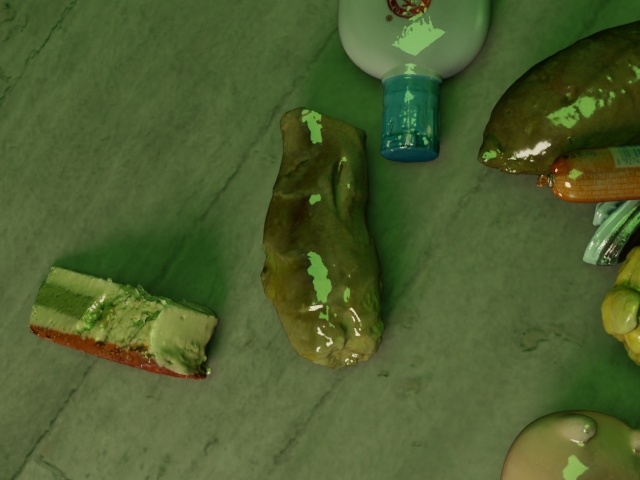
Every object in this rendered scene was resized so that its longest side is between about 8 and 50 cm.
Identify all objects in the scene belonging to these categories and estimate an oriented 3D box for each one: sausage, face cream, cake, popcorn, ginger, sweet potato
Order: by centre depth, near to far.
[{"bbox_3d":[0.349,0.052,1.383,0.163,0.140,0.194,9,91,5],"label":"popcorn"},{"bbox_3d":[0.374,-0.070,1.390,0.348,0.053,0.053,-4,78,-9],"label":"sausage"},{"bbox_3d":[0.347,-0.166,1.429,0.423,0.130,0.130,-21,76,3],"label":"sweet potato"},{"bbox_3d":[0.000,0.000,1.480,0.116,0.109,0.263,-12,75,38],"label":"ginger"},{"bbox_3d":[0.097,-0.250,1.518,0.163,0.080,0.336,1,79,12],"label":"face cream"},{"bbox_3d":[-0.198,0.092,1.542,0.220,0.117,0.086,8,77,47],"label":"cake"}]

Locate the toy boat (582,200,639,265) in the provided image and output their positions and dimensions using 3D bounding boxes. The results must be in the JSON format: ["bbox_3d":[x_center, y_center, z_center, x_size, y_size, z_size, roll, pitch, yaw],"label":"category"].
[{"bbox_3d":[0.312,-0.029,1.446,0.140,0.059,0.066,-46,45,0],"label":"toy boat"}]

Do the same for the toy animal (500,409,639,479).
[{"bbox_3d":[0.228,0.281,1.353,0.166,0.154,0.250,15,78,-8],"label":"toy animal"}]
